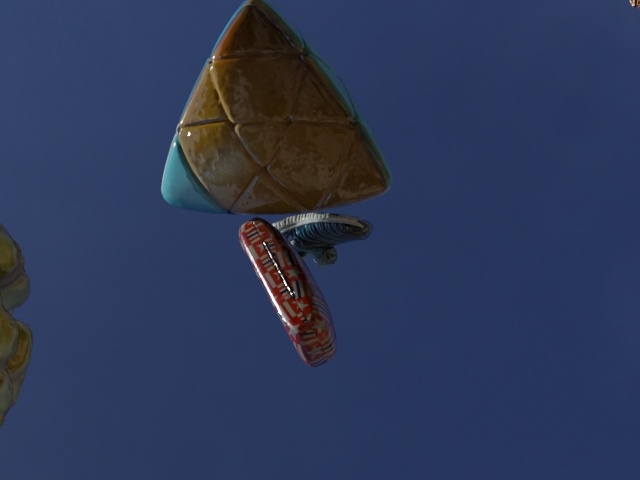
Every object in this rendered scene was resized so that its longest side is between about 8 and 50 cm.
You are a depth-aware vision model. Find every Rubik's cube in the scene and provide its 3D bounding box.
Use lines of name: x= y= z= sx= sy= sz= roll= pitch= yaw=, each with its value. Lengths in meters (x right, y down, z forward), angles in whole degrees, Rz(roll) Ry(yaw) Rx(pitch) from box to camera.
Rubik's cube: x=-0.006 y=-0.116 z=1.393 sx=0.254 sy=0.254 sz=0.254 roll=4 pitch=-98 yaw=-31

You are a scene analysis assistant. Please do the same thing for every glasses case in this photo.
glasses case: x=-0.028 y=0.050 z=1.294 sx=0.049 sy=0.194 sz=0.073 roll=-28 pitch=-47 yaw=-3

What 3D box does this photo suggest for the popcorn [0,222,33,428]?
popcorn: x=-0.243 y=0.033 z=0.585 sx=0.221 sy=0.204 sz=0.183 roll=16 pitch=-93 yaw=-16

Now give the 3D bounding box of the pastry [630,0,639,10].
pastry: x=0.308 y=-0.200 z=1.020 sx=0.063 sy=0.169 sz=0.087 roll=31 pitch=-78 yaw=-17

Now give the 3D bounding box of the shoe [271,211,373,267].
shoe: x=0.000 y=0.000 z=1.617 sx=0.064 sy=0.143 sz=0.071 roll=0 pitch=-100 yaw=-62
